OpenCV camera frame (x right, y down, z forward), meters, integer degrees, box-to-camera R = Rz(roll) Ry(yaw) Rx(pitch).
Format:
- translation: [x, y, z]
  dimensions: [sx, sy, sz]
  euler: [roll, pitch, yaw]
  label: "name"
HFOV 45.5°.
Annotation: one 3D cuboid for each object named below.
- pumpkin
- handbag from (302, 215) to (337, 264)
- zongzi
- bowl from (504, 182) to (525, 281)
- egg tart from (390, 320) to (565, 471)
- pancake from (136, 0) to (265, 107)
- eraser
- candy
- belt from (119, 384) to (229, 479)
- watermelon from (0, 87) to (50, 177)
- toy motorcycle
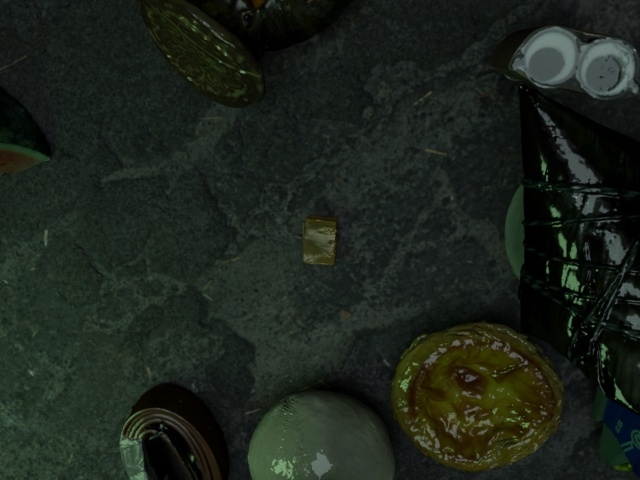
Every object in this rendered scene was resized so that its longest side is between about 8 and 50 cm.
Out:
- translation: [-0.086, -0.439, 1.139]
  dimensions: [0.321, 0.192, 0.320]
  euler: [2, 110, 5]
  label: "pumpkin"
- translation: [0.000, 0.000, 1.339]
  dimensions: [0.061, 0.027, 0.083]
  euler: [3, 108, 6]
  label: "handbag"
- translation: [0.350, -0.020, 1.010]
  dimensions: [0.362, 0.319, 0.383]
  euler: [26, 91, -19]
  label: "zongzi"
- translation: [0.459, 0.002, 1.218]
  dimensions: [0.314, 0.146, 0.313]
  euler: [2, 105, 8]
  label: "bowl"
- translation: [0.270, 0.261, 1.331]
  dimensions: [0.295, 0.116, 0.294]
  euler: [3, 108, 8]
  label: "egg tart"
- translation: [-0.189, -0.294, 1.187]
  dimensions: [0.250, 0.250, 0.031]
  euler: [38, 74, -4]
  label: "pancake"
- translation: [0.340, -0.254, 1.085]
  dimensions: [0.171, 0.290, 0.087]
  euler: [14, 106, 3]
  label: "eraser"
- translation: [0.001, 0.406, 1.371]
  dimensions: [0.296, 0.185, 0.295]
  euler: [0, 104, 2]
  label: "candy"
- translation: [-0.276, 0.411, 1.450]
  dimensions: [0.184, 0.105, 0.261]
  euler: [-24, 104, 11]
  label: "belt"
- translation: [-0.590, -0.154, 1.312]
  dimensions: [0.136, 0.207, 0.202]
  euler: [23, 126, 28]
  label: "watermelon"
- translation: [0.563, 0.270, 1.238]
  dimensions: [0.191, 0.200, 0.326]
  euler: [-2, 114, -20]
  label: "toy motorcycle"
